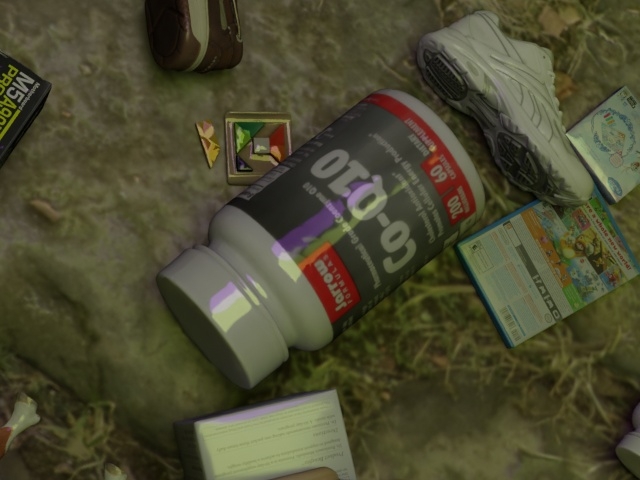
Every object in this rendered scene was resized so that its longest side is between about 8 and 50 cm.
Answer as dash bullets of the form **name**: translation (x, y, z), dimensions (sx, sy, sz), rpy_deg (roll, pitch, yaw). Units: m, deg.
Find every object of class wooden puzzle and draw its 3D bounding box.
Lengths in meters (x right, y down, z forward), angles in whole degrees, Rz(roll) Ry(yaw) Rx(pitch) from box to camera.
- **wooden puzzle**: translation (-0.060, -0.090, 1.460), dimensions (0.116, 0.014, 0.078), rpy_deg (-8, 84, -16)

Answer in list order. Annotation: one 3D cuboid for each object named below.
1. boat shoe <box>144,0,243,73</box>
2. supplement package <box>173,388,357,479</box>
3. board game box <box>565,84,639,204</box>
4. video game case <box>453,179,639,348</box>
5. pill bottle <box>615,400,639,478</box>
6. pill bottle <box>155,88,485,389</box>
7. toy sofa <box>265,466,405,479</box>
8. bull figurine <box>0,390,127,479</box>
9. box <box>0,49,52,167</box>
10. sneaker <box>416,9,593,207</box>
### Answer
- **boat shoe**: translation (-0.121, -0.283, 1.445), dimensions (0.095, 0.095, 0.257), rpy_deg (3, 79, -38)
- **supplement package**: translation (-0.035, 0.268, 1.347), dimensions (0.134, 0.139, 0.244), rpy_deg (-12, 86, -15)
- **board game box**: translation (0.309, -0.099, 1.552), dimensions (0.090, 0.020, 0.090), rpy_deg (-38, 92, -17)
- **video game case**: translation (0.232, 0.019, 1.518), dimensions (0.166, 0.015, 0.119), rpy_deg (-28, 89, -16)
- **pill bottle**: translation (0.369, 0.169, 1.492), dimensions (0.087, 0.087, 0.160), rpy_deg (44, 74, -5)
- **pill bottle**: translation (0.000, 0.000, 1.385), dimensions (0.283, 0.161, 0.161), rpy_deg (-39, 92, -16)
- **toy sofa**: translation (-0.012, 0.375, 1.212), dimensions (0.150, 0.177, 0.362), rpy_deg (-7, 88, -38)
- **bull figurine**: translation (-0.286, 0.232, 1.282), dimensions (0.310, 0.101, 0.188), rpy_deg (45, 67, -23)
- **box**: translation (-0.401, -0.088, 1.324), dimensions (0.216, 0.060, 0.270), rpy_deg (33, 64, -8)
- **sneaker**: translation (0.209, -0.140, 1.497), dimensions (0.115, 0.090, 0.232), rpy_deg (-39, 90, -22)
